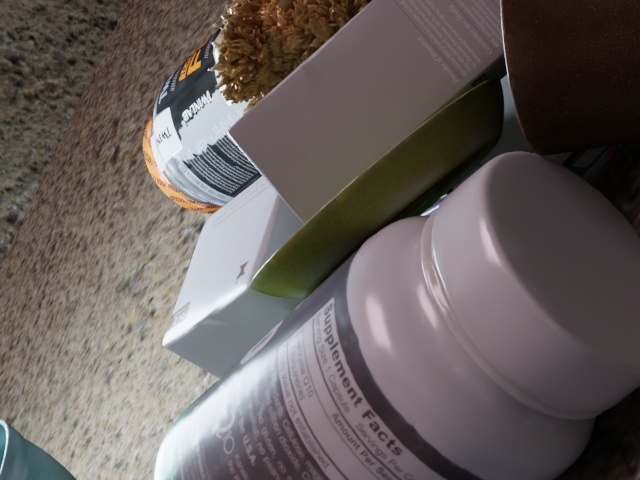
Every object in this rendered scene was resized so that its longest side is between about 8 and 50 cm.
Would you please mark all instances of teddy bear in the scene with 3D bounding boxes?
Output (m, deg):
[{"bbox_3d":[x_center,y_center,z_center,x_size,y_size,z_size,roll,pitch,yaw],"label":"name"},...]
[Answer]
[{"bbox_3d":[0.058,-0.192,1.359,0.338,0.245,0.113,-23,36,-21],"label":"teddy bear"}]

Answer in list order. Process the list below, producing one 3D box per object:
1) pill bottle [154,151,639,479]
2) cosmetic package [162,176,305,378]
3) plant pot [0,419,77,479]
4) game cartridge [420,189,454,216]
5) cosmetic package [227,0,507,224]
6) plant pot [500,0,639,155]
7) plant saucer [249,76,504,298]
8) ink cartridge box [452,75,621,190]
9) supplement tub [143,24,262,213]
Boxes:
[{"bbox_3d":[0.059,0.113,1.099,0.361,0.204,0.204,-43,24,34],"label":"pill bottle"},{"bbox_3d":[-0.009,0.051,1.384,0.151,0.184,0.151,-34,30,47],"label":"cosmetic package"},{"bbox_3d":[-0.320,0.361,1.644,0.293,0.196,0.293,-49,21,26],"label":"plant pot"},{"bbox_3d":[0.122,-0.115,1.522,0.294,0.060,0.196,-31,36,52],"label":"game cartridge"},{"bbox_3d":[0.056,-0.120,1.183,0.238,0.107,0.127,-44,-6,12],"label":"cosmetic package"},{"bbox_3d":[0.254,-0.162,1.016,0.230,0.215,0.215,1,51,21],"label":"plant pot"},{"bbox_3d":[0.051,-0.029,1.172,0.241,0.037,0.241,-40,-5,-4],"label":"plant saucer"},{"bbox_3d":[0.188,-0.129,1.259,0.231,0.078,0.134,-50,56,23],"label":"ink cartridge box"},{"bbox_3d":[-0.067,-0.160,1.832,0.316,0.193,0.193,-35,30,47],"label":"supplement tub"}]
